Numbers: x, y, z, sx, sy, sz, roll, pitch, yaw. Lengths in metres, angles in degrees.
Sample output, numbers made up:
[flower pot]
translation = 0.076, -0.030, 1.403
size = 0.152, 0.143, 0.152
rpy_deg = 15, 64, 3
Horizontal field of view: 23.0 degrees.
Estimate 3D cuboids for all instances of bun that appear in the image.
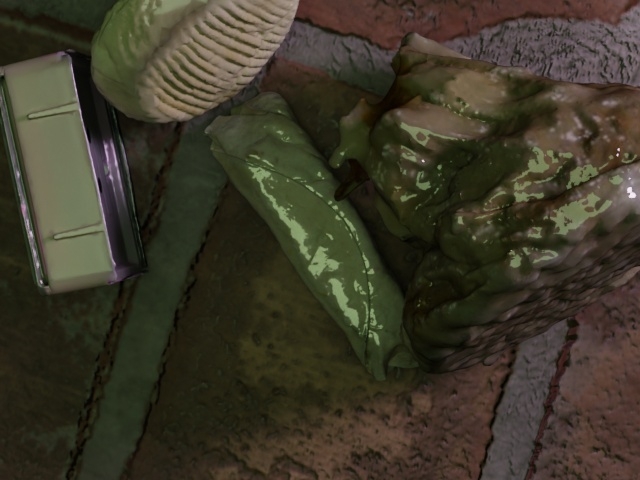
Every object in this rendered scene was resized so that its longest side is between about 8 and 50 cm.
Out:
[bun]
translation = -0.110, -0.183, 1.305
size = 0.188, 0.164, 0.111
rpy_deg = -48, 69, 18

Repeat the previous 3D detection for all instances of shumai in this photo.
[shumai]
translation = 0.151, -0.072, 1.243
size = 0.314, 0.267, 0.262
rpy_deg = -40, 73, 42

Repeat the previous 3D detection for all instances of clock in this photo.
[clock]
translation = -0.207, -0.056, 1.318
size = 0.071, 0.147, 0.192
rpy_deg = -12, 92, 5

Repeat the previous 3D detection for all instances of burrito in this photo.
[burrito]
translation = 0.000, 0.000, 1.348
size = 0.082, 0.059, 0.275
rpy_deg = -32, 90, -9
